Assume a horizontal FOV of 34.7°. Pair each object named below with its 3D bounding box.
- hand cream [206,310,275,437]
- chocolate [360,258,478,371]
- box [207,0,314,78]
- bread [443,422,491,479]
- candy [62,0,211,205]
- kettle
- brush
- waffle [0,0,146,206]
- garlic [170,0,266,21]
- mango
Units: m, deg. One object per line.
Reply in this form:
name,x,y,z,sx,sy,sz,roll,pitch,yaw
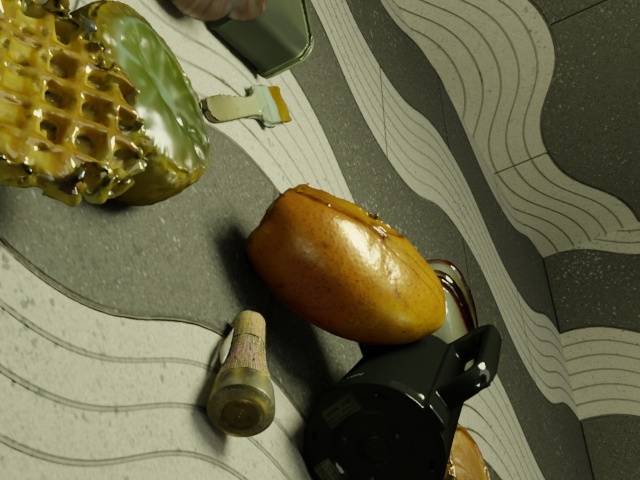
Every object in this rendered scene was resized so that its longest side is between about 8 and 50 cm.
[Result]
hand cream,-0.095,0.158,1.317,0.084,0.084,0.203,58,17,-27
chocolate,0.197,0.150,1.922,0.283,0.186,0.284,52,24,-36
box,-0.119,-0.447,1.816,0.178,0.138,0.274,29,42,-54
bread,0.232,0.427,1.846,0.199,0.104,0.199,49,25,-32
candy,-0.234,-0.166,1.245,0.260,0.118,0.260,56,18,-29
kettle,0.126,0.234,1.540,0.203,0.262,0.308,28,19,9
brush,-0.124,-0.226,1.730,0.085,0.020,0.336,68,20,0
waffle,-0.292,-0.145,1.011,0.262,0.060,0.280,55,39,0
garlic,-0.179,-0.420,1.600,0.191,0.214,0.160,-141,-134,-65
mango,0.045,0.050,1.541,0.350,0.201,0.199,34,72,-20
